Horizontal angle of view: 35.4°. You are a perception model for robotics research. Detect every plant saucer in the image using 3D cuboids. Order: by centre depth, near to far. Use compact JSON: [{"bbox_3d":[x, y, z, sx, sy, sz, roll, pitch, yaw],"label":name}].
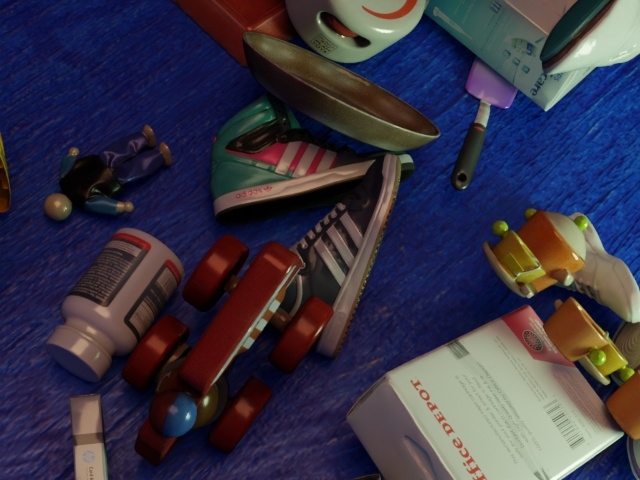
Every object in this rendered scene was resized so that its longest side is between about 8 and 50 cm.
[{"bbox_3d":[0.022,-0.203,1.416,0.310,0.050,0.310,24,17,-8],"label":"plant saucer"},{"bbox_3d":[-0.111,-0.432,1.602,0.258,0.048,0.259,44,62,13],"label":"plant saucer"}]

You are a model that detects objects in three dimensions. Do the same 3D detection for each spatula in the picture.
[{"bbox_3d":[0.246,-0.185,1.538,0.084,0.030,0.296,24,52,1],"label":"spatula"}]

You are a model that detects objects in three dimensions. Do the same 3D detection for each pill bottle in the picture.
[{"bbox_3d":[-0.262,0.083,1.263,0.108,0.108,0.180,30,61,5],"label":"pill bottle"}]

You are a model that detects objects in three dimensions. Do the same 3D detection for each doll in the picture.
[{"bbox_3d":[-0.296,-0.085,1.381,0.189,0.046,0.129,-34,72,-25],"label":"doll"}]

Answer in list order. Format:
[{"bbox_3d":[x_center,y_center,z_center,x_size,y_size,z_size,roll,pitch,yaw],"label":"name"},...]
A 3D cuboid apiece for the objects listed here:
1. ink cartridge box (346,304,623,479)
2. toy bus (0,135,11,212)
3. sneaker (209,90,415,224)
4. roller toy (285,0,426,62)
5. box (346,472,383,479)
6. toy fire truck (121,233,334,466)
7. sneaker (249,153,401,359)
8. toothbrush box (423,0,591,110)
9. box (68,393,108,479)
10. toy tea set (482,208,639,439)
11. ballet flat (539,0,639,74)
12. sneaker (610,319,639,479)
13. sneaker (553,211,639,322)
[{"bbox_3d":[0.202,0.225,1.228,0.283,0.117,0.207,-19,67,-39],"label":"ink cartridge box"},{"bbox_3d":[-0.527,-0.134,1.316,0.220,0.149,0.211,-7,51,-12],"label":"toy bus"},{"bbox_3d":[-0.025,-0.136,1.424,0.295,0.124,0.178,-11,75,-15],"label":"sneaker"},{"bbox_3d":[0.048,-0.375,1.527,0.209,0.146,0.191,-16,87,-32],"label":"roller toy"},{"bbox_3d":[0.079,0.388,1.127,0.051,0.175,0.220,-15,65,3],"label":"box"},{"bbox_3d":[-0.121,0.130,1.154,0.169,0.254,0.302,36,92,4],"label":"toy fire truck"},{"bbox_3d":[0.000,0.000,1.323,0.153,0.099,0.282,20,87,4],"label":"sneaker"},{"bbox_3d":[0.329,-0.381,1.604,0.295,0.126,0.216,43,55,12],"label":"toothbrush box"},{"bbox_3d":[-0.258,0.286,1.135,0.038,0.145,0.186,-4,63,-12],"label":"box"},{"bbox_3d":[0.351,0.087,1.276,0.124,0.200,0.336,-39,87,13],"label":"toy tea set"},{"bbox_3d":[0.447,-0.347,1.476,0.139,0.139,0.400,29,53,5],"label":"ballet flat"},{"bbox_3d":[0.479,0.211,1.360,0.152,0.114,0.305,22,55,-26],"label":"sneaker"},{"bbox_3d":[0.372,0.051,1.409,0.094,0.080,0.212,-21,40,-4],"label":"sneaker"}]
